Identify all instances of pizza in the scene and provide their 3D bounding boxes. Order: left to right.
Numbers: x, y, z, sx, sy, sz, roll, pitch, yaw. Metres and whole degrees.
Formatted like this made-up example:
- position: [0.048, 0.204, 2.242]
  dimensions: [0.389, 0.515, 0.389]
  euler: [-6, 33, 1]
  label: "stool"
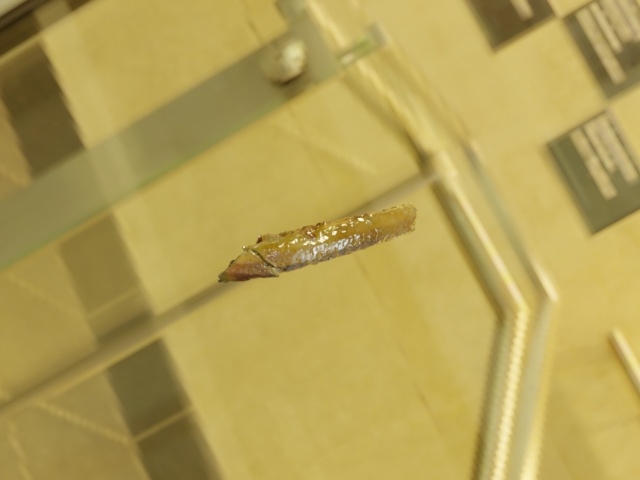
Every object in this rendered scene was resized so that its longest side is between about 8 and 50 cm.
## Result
- position: [0.000, 0.000, 0.615]
  dimensions: [0.037, 0.083, 0.016]
  euler: [-16, -90, 63]
  label: "pizza"
